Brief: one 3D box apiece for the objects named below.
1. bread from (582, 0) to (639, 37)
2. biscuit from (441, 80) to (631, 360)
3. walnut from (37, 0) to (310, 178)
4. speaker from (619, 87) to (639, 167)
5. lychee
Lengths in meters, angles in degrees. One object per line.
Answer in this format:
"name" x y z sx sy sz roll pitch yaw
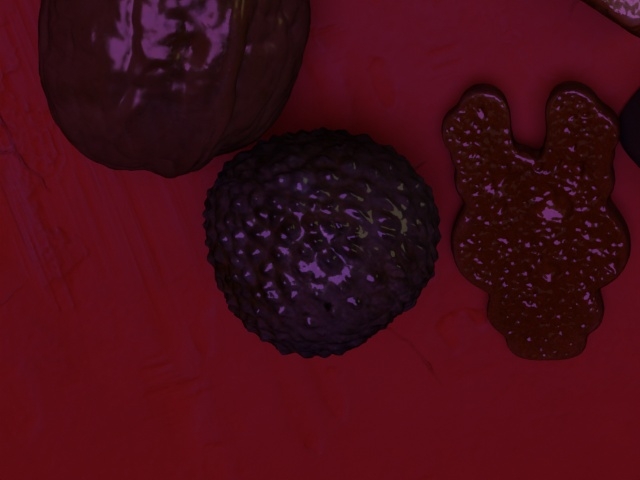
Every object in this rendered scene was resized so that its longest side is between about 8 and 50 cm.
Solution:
"bread" 0.268 -0.310 1.642 0.246 0.239 0.111 33 102 -4
"biscuit" 0.245 -0.021 1.819 0.202 0.047 0.334 -4 111 14
"walnut" -0.152 -0.217 1.687 0.252 0.277 0.313 20 115 30
"speaker" 0.515 -0.030 1.736 0.406 0.184 0.183 41 104 -8
"lychee" 0.000 0.000 1.741 0.274 0.255 0.255 30 107 -18
